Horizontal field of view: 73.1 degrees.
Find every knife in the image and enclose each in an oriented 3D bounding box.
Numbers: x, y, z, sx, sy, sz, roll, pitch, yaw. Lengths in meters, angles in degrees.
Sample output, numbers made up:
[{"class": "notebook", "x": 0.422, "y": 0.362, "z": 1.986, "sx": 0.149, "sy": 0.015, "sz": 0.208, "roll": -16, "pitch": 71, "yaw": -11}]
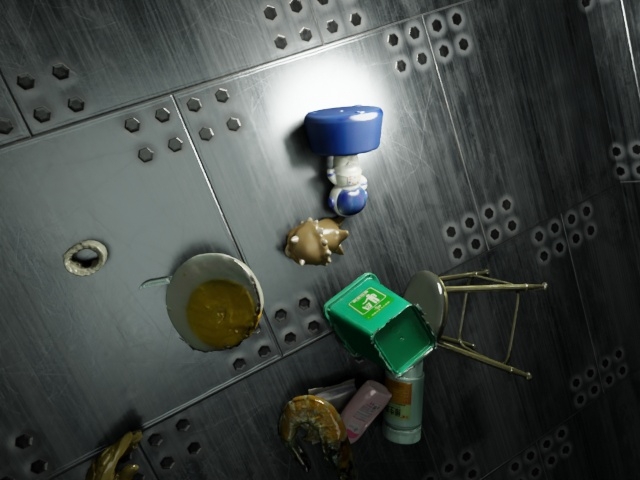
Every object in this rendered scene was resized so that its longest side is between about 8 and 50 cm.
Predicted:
[{"class": "knife", "x": -0.502, "y": 0.133, "z": 1.455, "sx": 0.210, "sy": 0.015, "sz": 0.028, "roll": -10, "pitch": 104, "yaw": -18}]

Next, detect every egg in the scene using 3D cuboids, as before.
[{"class": "egg", "x": -0.328, "y": 0.184, "z": 1.423, "sx": 0.336, "sy": 0.201, "sz": 0.338, "roll": 1, "pitch": 101, "yaw": 5}]

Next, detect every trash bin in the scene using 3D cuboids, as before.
[{"class": "trash bin", "x": 0.212, "y": 0.314, "z": 1.531, "sx": 0.259, "sy": 0.381, "sz": 0.295, "roll": -35, "pitch": 106, "yaw": -12}]

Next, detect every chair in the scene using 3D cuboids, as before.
[{"class": "chair", "x": 0.555, "y": 0.287, "z": 1.673, "sx": 0.409, "sy": 0.362, "sz": 0.366, "roll": 9, "pitch": 93, "yaw": -16}]

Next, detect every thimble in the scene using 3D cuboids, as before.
[{"class": "thimble", "x": -0.723, "y": 0.052, "z": 1.331, "sx": 0.115, "sy": 0.090, "sz": 0.103, "roll": 0, "pitch": 99, "yaw": -21}]

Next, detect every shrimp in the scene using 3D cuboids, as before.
[{"class": "shrimp", "x": -0.003, "y": 0.783, "z": 1.596, "sx": 0.271, "sy": 0.085, "sz": 0.446, "roll": -24, "pitch": 93, "yaw": 20}]

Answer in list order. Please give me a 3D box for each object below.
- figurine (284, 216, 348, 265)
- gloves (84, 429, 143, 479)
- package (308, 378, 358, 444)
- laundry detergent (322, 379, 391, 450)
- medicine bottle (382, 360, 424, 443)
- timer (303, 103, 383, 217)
[{"class": "figurine", "x": -0.004, "y": 0.005, "z": 1.534, "sx": 0.246, "sy": 0.173, "sz": 0.178, "roll": -1, "pitch": 95, "yaw": -19}, {"class": "gloves", "x": -0.677, "y": 0.760, "z": 1.389, "sx": 0.141, "sy": 0.154, "sz": 0.332, "roll": 17, "pitch": 97, "yaw": -22}, {"class": "package", "x": 0.049, "y": 0.657, "z": 1.687, "sx": 0.203, "sy": 0.062, "sz": 0.251, "roll": -9, "pitch": 111, "yaw": -19}, {"class": "laundry detergent", "x": 0.130, "y": 0.692, "z": 1.656, "sx": 0.158, "sy": 0.088, "sz": 0.335, "roll": 29, "pitch": 100, "yaw": -34}, {"class": "medicine bottle", "x": 0.331, "y": 0.622, "z": 1.724, "sx": 0.157, "sy": 0.158, "sz": 0.319, "roll": 1, "pitch": 95, "yaw": -19}, {"class": "timer", "x": 0.093, "y": -0.266, "z": 1.524, "sx": 0.270, "sy": 0.270, "sz": 0.385, "roll": -14, "pitch": 114, "yaw": -18}]
